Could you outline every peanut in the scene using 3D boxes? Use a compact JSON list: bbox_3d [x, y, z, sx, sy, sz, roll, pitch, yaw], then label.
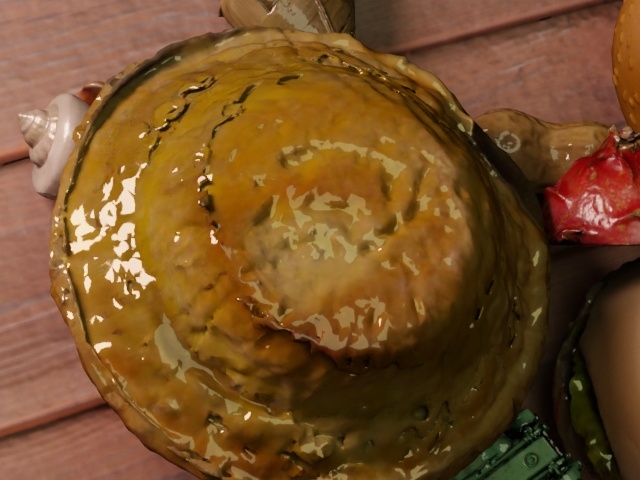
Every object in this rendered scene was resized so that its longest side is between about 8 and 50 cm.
[{"bbox_3d":[0.216,-0.077,1.842,0.192,0.089,0.089,7,73,-18],"label":"peanut"}]

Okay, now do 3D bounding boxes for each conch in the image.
[{"bbox_3d":[-0.181,-0.072,1.702,0.176,0.094,0.104,17,31,-19],"label":"conch"}]

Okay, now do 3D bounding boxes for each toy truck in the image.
[{"bbox_3d":[0.150,0.219,1.744,0.154,0.078,0.080,-40,81,7],"label":"toy truck"}]

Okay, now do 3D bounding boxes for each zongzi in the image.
[{"bbox_3d":[0.015,-0.205,1.816,0.176,0.078,0.160,-39,95,-27],"label":"zongzi"}]

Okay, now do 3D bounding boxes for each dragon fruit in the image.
[{"bbox_3d":[0.258,-0.048,1.754,0.153,0.153,0.111,-3,89,-20],"label":"dragon fruit"}]

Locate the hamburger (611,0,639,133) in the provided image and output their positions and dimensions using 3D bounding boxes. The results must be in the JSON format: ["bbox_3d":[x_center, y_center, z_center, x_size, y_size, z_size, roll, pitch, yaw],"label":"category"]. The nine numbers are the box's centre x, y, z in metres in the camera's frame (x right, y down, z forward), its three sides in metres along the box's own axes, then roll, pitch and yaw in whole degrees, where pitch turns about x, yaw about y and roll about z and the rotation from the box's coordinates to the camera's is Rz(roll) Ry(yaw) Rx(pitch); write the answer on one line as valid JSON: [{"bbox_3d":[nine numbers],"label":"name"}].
[{"bbox_3d":[0.388,-0.163,1.831,0.212,0.274,0.274,-12,80,-24],"label":"hamburger"}]

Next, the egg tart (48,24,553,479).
[{"bbox_3d":[0.000,0.000,1.608,0.443,0.178,0.443,7,66,-17],"label":"egg tart"}]

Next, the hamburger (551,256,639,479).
[{"bbox_3d":[0.353,0.137,1.789,0.302,0.170,0.302,7,71,-21],"label":"hamburger"}]
